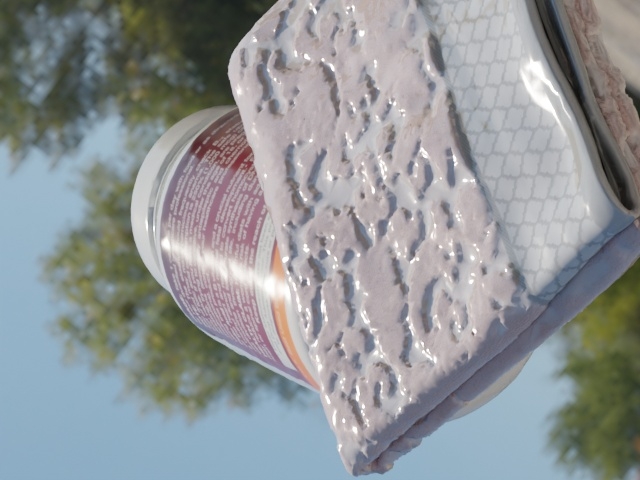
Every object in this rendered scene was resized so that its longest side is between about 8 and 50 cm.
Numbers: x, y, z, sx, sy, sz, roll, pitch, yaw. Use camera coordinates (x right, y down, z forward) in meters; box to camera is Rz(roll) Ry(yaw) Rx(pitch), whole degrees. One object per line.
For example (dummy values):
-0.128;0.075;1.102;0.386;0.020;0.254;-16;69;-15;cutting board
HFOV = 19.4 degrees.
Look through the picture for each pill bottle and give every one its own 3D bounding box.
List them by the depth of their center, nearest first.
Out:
0.000;0.000;1.527;0.224;0.224;0.392;35;173;-27;pill bottle

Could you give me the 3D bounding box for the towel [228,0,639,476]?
0.061;-0.065;1.185;0.053;0.317;0.332;5;-124;-34;towel
